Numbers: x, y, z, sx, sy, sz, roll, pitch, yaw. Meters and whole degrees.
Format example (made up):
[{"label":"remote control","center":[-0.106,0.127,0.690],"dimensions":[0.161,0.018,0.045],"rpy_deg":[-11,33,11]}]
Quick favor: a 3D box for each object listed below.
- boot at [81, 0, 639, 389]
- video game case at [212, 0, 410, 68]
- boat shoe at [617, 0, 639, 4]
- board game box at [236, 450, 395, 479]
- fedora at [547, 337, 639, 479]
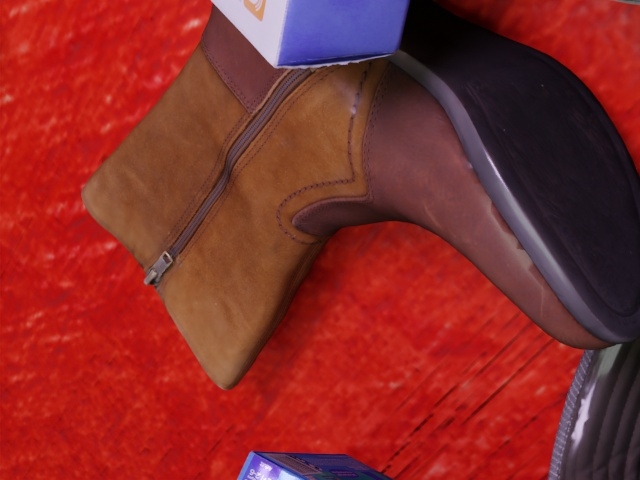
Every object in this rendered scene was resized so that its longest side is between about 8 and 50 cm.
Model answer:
[{"label":"boot","center":[0.000,0.000,0.643],"dimensions":[0.264,0.096,0.280],"rpy_deg":[49,132,10]},{"label":"video game case","center":[-0.030,-0.241,0.492],"dimensions":[0.244,0.061,0.269],"rpy_deg":[49,139,40]},{"label":"boat shoe","center":[0.207,-0.104,0.403],"dimensions":[0.306,0.105,0.113],"rpy_deg":[15,144,25]},{"label":"board game box","center":[0.069,0.175,0.673],"dimensions":[0.210,0.160,0.047],"rpy_deg":[25,89,21]},{"label":"fedora","center":[0.198,0.078,0.511],"dimensions":[0.124,0.244,0.275],"rpy_deg":[18,138,-10]}]
